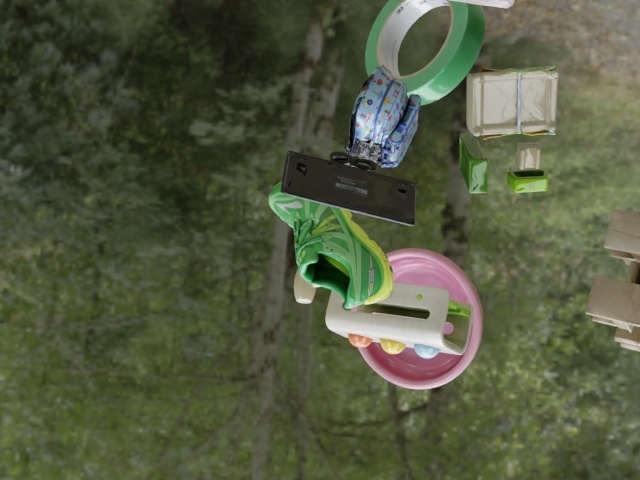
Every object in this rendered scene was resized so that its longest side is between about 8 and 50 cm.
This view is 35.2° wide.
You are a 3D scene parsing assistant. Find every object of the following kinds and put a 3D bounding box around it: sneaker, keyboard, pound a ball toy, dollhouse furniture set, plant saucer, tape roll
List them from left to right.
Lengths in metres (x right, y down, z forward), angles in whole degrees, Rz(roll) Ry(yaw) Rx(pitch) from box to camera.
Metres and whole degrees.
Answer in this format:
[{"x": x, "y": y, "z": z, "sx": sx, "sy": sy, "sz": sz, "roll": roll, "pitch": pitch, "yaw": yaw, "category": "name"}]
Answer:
[{"x": 0.000, "y": 0.000, "z": 1.733, "sx": 0.123, "sy": 0.109, "sz": 0.295, "roll": -27, "pitch": -123, "yaw": -31, "category": "sneaker"}, {"x": 0.039, "y": -0.074, "z": 1.325, "sx": 0.180, "sy": 0.108, "sz": 0.023, "roll": 14, "pitch": 137, "yaw": -8, "category": "keyboard"}, {"x": 0.116, "y": 0.150, "z": 2.028, "sx": 0.319, "sy": 0.136, "sz": 0.208, "roll": 5, "pitch": 165, "yaw": 34, "category": "pound a ball toy"}, {"x": 0.234, "y": 0.182, "z": 2.394, "sx": 0.332, "sy": 0.332, "sz": 0.084, "roll": 4, "pitch": -174, "yaw": 29, "category": "plant saucer"}, {"x": 0.253, "y": -0.494, "z": 2.491, "sx": 0.321, "sy": 0.321, "sz": 0.077, "roll": 3, "pitch": 165, "yaw": 45, "category": "tape roll"}, {"x": 0.428, "y": -0.274, "z": 2.316, "sx": 0.197, "sy": 0.302, "sz": 0.151, "roll": -3, "pitch": -152, "yaw": 1, "category": "dollhouse furniture set"}, {"x": 0.420, "y": 0.015, "z": 1.113, "sx": 0.160, "sy": 0.242, "sz": 0.212, "roll": 13, "pitch": 171, "yaw": 29, "category": "dollhouse furniture set"}]

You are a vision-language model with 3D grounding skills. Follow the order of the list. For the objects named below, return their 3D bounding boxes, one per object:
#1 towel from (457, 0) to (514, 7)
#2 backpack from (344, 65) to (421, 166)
[{"x": 0.264, "y": -0.660, "z": 2.052, "sx": 0.316, "sy": 0.332, "sz": 0.053, "roll": 13, "pitch": -160, "yaw": 22, "category": "towel"}, {"x": 0.126, "y": -0.249, "z": 1.986, "sx": 0.116, "sy": 0.158, "sz": 0.173, "roll": 22, "pitch": 150, "yaw": 12, "category": "backpack"}]
